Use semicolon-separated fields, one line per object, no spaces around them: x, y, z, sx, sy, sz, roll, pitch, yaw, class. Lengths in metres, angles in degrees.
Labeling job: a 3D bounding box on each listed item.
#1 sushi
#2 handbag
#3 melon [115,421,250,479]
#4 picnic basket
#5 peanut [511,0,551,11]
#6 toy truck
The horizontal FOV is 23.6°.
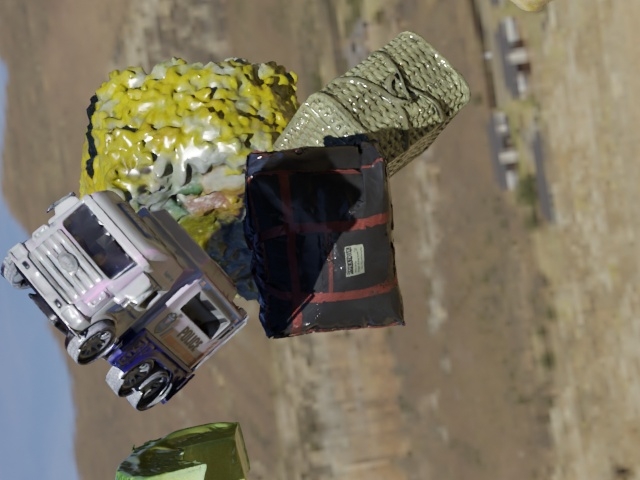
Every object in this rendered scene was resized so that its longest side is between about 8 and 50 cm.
-0.176;-0.083;2.277;0.397;0.351;0.240;107;158;-49;sushi
0.000;0.000;1.710;0.155;0.169;0.215;-103;7;-73;handbag
-0.141;0.231;1.512;0.209;0.118;0.064;-42;-52;-81;melon
0.070;-0.155;1.929;0.134;0.196;0.154;47;144;8;picnic basket
0.245;-0.315;1.399;0.236;0.120;0.110;-52;50;18;peanut
-0.174;0.046;1.424;0.124;0.155;0.268;46;175;21;toy truck
